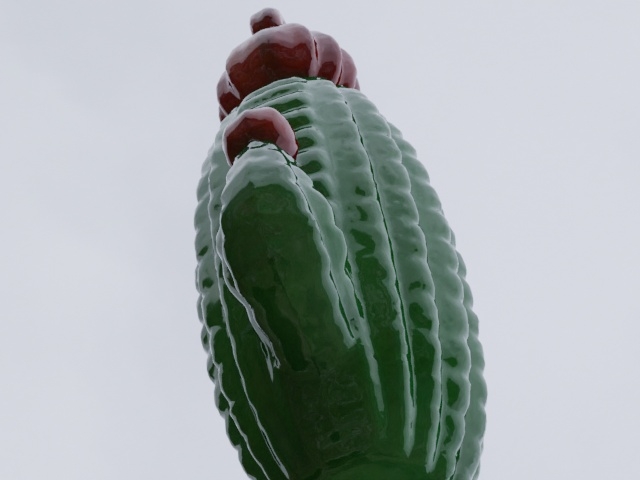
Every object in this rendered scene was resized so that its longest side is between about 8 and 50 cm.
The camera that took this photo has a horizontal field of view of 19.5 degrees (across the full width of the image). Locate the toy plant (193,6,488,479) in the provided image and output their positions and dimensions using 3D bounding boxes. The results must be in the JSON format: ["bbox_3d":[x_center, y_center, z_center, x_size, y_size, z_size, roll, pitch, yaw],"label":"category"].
[{"bbox_3d":[0.005,0.014,0.631,0.088,0.240,0.154,-22,-73,7],"label":"toy plant"}]
